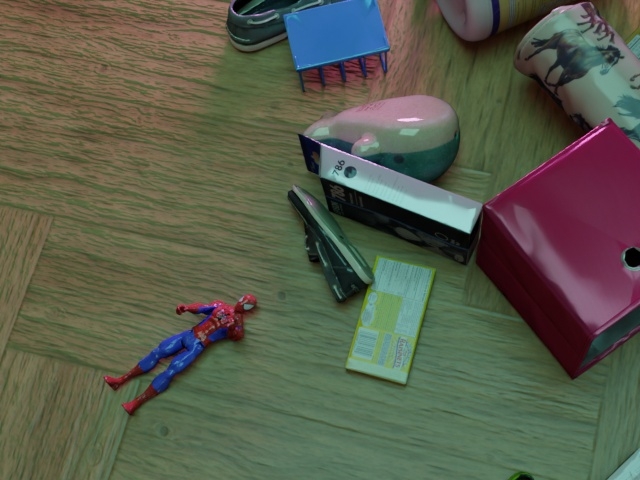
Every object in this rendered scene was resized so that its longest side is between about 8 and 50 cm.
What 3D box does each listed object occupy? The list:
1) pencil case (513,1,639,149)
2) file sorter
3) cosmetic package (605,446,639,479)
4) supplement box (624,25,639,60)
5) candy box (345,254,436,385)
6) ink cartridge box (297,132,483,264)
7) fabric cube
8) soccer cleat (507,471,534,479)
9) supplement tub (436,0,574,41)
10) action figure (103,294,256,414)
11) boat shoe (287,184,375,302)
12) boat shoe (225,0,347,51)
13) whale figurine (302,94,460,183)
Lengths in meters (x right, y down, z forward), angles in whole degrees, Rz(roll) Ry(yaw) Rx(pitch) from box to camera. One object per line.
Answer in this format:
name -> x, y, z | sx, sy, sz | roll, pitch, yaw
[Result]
pencil case -> 0.502, -0.204, 1.647 | 0.160, 0.183, 0.410 | -38, 81, 1
file sorter -> 0.032, -0.355, 1.813 | 0.170, 0.104, 0.118 | -13, 69, 1
cosmetic package -> 0.433, 0.428, 1.498 | 0.239, 0.060, 0.099 | -40, 73, -10
supplement box -> 0.590, -0.345, 1.773 | 0.233, 0.078, 0.080 | -43, 75, -10
candy box -> 0.118, 0.131, 1.660 | 0.105, 0.027, 0.206 | 15, 71, 8
ink cartridge box -> 0.106, -0.067, 1.664 | 0.333, 0.165, 0.065 | 23, 75, 14
fabric cube -> 0.423, 0.018, 1.551 | 0.254, 0.259, 0.258 | -34, 69, -7
soccer cleat -> 0.273, 0.430, 1.506 | 0.060, 0.072, 0.179 | 26, 74, 14
supplement tub -> 0.371, -0.522, 1.773 | 0.331, 0.241, 0.241 | -23, 69, -4
action figure -> -0.224, 0.165, 1.625 | 0.280, 0.139, 0.091 | -35, 71, -11
boat shoe -> 0.000, 0.000, 1.695 | 0.079, 0.084, 0.233 | -41, 63, 16
boat shoe -> -0.035, -0.468, 1.865 | 0.319, 0.099, 0.116 | -30, 66, -8
whale figurine -> 0.109, -0.167, 1.728 | 0.272, 0.141, 0.216 | 2, 28, 25
